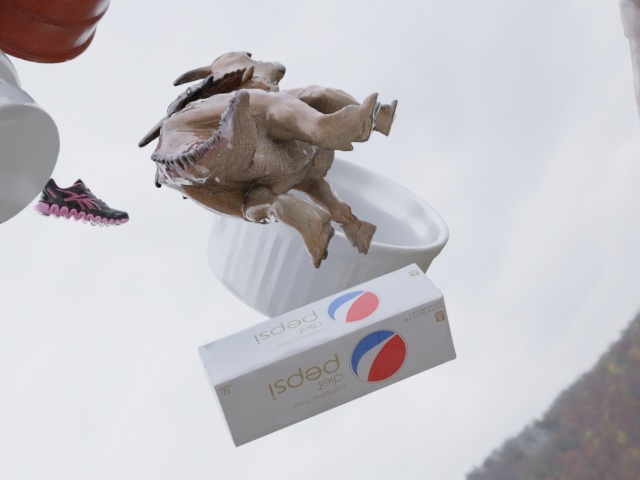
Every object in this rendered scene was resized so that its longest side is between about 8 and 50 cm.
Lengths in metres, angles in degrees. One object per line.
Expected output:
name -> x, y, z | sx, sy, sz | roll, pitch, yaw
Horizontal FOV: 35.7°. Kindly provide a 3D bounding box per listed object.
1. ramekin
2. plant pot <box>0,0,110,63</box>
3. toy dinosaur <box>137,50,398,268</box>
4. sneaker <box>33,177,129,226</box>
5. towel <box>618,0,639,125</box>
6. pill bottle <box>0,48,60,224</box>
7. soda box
ramekin -> 0.000, 0.000, 1.177 | 0.277, 0.277, 0.135 | -14, -51, -56
plant pot -> -0.336, -0.414, 1.279 | 0.265, 0.272, 0.272 | -34, -9, 36
toy dinosaur -> -0.060, -0.069, 0.710 | 0.296, 0.200, 0.127 | -23, -50, -74
sneaker -> -0.298, -0.050, 1.257 | 0.047, 0.119, 0.057 | 161, 118, -65
towel -> 0.243, -0.034, 0.563 | 0.317, 0.053, 0.331 | -40, -60, -56
pill bottle -> -0.477, -0.178, 1.140 | 0.210, 0.363, 0.210 | -39, -26, -23
soda box -> 0.007, 0.100, 0.884 | 0.216, 0.069, 0.073 | -21, -60, -10
